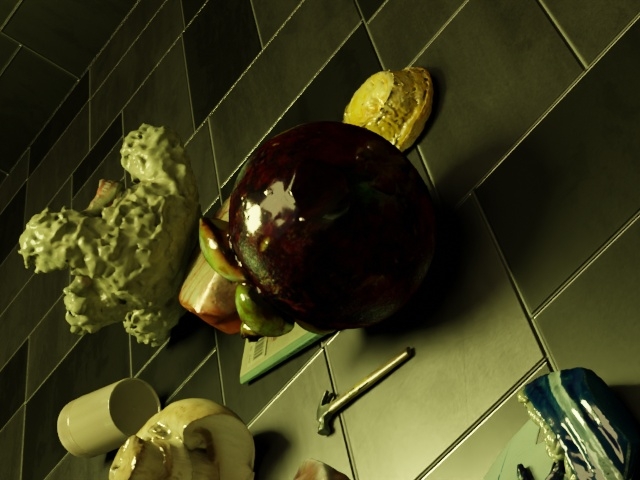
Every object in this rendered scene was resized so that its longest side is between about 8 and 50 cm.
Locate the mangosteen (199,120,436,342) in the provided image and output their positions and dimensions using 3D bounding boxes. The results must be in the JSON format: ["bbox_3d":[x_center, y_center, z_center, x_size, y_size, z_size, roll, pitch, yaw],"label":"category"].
[{"bbox_3d":[0.007,-0.009,1.704,0.311,0.311,0.311,-40,33,33],"label":"mangosteen"}]

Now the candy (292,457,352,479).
[{"bbox_3d":[-0.006,0.406,1.458,0.214,0.157,0.289,168,121,-73],"label":"candy"}]

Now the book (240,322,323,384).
[{"bbox_3d":[-0.027,0.083,1.948,0.282,0.025,0.215,-33,37,42],"label":"book"}]

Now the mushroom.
[{"bbox_3d":[-0.225,0.345,1.831,0.189,0.195,0.254,-2,66,56],"label":"mushroom"}]

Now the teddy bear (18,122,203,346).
[{"bbox_3d":[-0.318,0.036,2.165,0.357,0.224,0.367,-49,-22,-33],"label":"teddy bear"}]

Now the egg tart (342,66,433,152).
[{"bbox_3d":[0.099,-0.202,1.972,0.191,0.074,0.191,-38,34,32],"label":"egg tart"}]

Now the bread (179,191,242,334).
[{"bbox_3d":[-0.093,-0.013,2.019,0.328,0.114,0.295,-51,17,9],"label":"bread"}]

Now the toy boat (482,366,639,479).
[{"bbox_3d":[0.228,0.270,1.302,0.291,0.070,0.210,-65,23,-2],"label":"toy boat"}]

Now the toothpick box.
[{"bbox_3d":[-0.370,0.311,2.209,0.180,0.111,0.111,-26,42,46],"label":"toothpick box"}]

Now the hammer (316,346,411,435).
[{"bbox_3d":[0.057,0.194,1.711,0.182,0.017,0.062,-41,33,29],"label":"hammer"}]
